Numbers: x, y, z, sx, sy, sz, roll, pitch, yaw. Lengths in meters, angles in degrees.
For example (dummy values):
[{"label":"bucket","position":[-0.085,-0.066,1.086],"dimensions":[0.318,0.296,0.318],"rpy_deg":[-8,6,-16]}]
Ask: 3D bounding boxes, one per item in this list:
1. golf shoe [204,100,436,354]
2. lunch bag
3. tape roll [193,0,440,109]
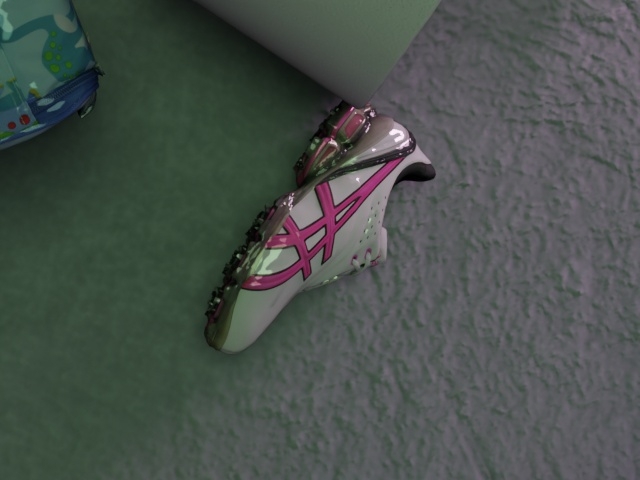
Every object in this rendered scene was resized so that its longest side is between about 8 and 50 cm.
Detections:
[{"label":"golf shoe","position":[0.000,0.000,0.742],"dimensions":[0.086,0.067,0.186],"rpy_deg":[36,80,-5]},{"label":"lunch bag","position":[-0.236,-0.083,0.664],"dimensions":[0.219,0.176,0.090],"rpy_deg":[-25,110,-13]},{"label":"tape roll","position":[0.020,-0.221,0.681],"dimensions":[0.169,0.246,0.246],"rpy_deg":[33,80,-5]}]
